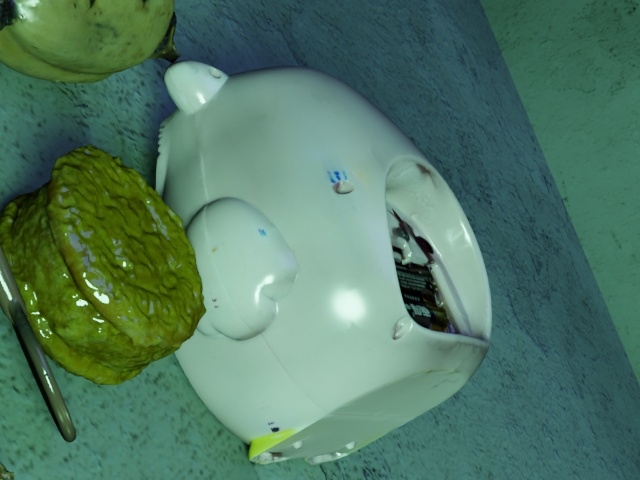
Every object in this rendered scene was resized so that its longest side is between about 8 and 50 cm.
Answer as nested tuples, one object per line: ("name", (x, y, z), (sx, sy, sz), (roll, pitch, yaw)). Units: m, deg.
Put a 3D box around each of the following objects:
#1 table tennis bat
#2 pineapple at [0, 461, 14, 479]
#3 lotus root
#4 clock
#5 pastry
("table tennis bat", (-0.265, 0.094, 1.073), (0.170, 0.119, 0.107), (69, -15, -10))
("pineapple", (-0.263, 0.144, 0.959), (0.124, 0.058, 0.058), (45, 27, -29))
("lotus root", (-0.227, -0.221, 1.329), (0.257, 0.154, 0.140), (-7, 75, -61))
("clock", (0.000, 0.000, 1.405), (0.368, 0.250, 0.377), (15, 50, -59))
("pastry", (-0.184, 0.023, 1.196), (0.189, 0.103, 0.189), (45, 27, -30))
